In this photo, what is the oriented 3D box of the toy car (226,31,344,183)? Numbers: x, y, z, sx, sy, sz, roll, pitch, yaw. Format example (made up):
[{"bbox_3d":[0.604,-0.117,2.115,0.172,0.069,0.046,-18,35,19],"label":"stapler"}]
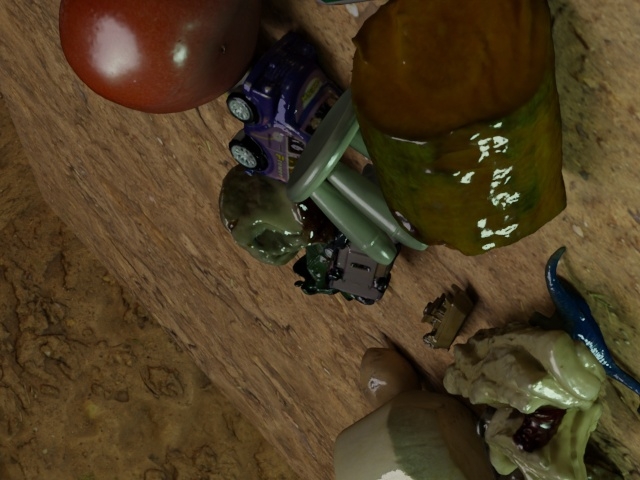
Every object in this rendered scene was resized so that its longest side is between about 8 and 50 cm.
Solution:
[{"bbox_3d":[-0.039,-0.202,1.979,0.158,0.172,0.235,26,149,20],"label":"toy car"}]

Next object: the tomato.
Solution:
[{"bbox_3d":[-0.222,-0.337,1.890,0.273,0.341,0.341,22,147,29],"label":"tomato"}]

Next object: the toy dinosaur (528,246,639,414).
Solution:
[{"bbox_3d":[0.386,0.131,1.744,0.188,0.075,0.248,26,143,37],"label":"toy dinosaur"}]

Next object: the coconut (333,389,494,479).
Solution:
[{"bbox_3d":[0.172,0.441,2.331,0.323,0.323,0.323,44,159,22],"label":"coconut"}]

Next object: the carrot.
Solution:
[{"bbox_3d":[0.164,-0.155,1.468,0.241,0.241,0.341,35,154,42],"label":"carrot"}]

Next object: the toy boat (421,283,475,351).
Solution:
[{"bbox_3d":[0.207,0.127,2.094,0.072,0.064,0.206,31,156,10],"label":"toy boat"}]

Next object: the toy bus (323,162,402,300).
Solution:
[{"bbox_3d":[0.080,-0.010,2.025,0.112,0.138,0.317,16,158,0],"label":"toy bus"}]

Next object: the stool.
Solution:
[{"bbox_3d":[0.081,-0.097,1.770,0.198,0.195,0.195,30,163,-9],"label":"stool"}]

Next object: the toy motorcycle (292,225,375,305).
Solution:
[{"bbox_3d":[0.000,0.000,2.285,0.187,0.125,0.275,9,131,50],"label":"toy motorcycle"}]

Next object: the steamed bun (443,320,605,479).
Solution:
[{"bbox_3d":[0.307,0.256,1.825,0.247,0.189,0.428,33,171,-8],"label":"steamed bun"}]

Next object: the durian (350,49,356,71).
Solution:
[{"bbox_3d":[0.098,-0.238,1.660,0.186,0.108,0.119,32,152,46],"label":"durian"}]

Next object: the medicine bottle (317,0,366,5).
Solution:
[{"bbox_3d":[0.045,-0.352,1.609,0.260,0.095,0.095,11,134,60],"label":"medicine bottle"}]

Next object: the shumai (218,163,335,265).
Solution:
[{"bbox_3d":[-0.064,-0.056,2.077,0.120,0.201,0.201,-28,100,43],"label":"shumai"}]

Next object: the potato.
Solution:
[{"bbox_3d":[0.139,0.274,2.456,0.147,0.112,0.112,52,161,-6],"label":"potato"}]

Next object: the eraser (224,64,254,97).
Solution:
[{"bbox_3d":[-0.157,-0.291,2.128,0.226,0.069,0.158,47,-175,19],"label":"eraser"}]

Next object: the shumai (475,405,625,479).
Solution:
[{"bbox_3d":[0.341,0.416,2.068,0.283,0.217,0.346,42,160,27],"label":"shumai"}]
